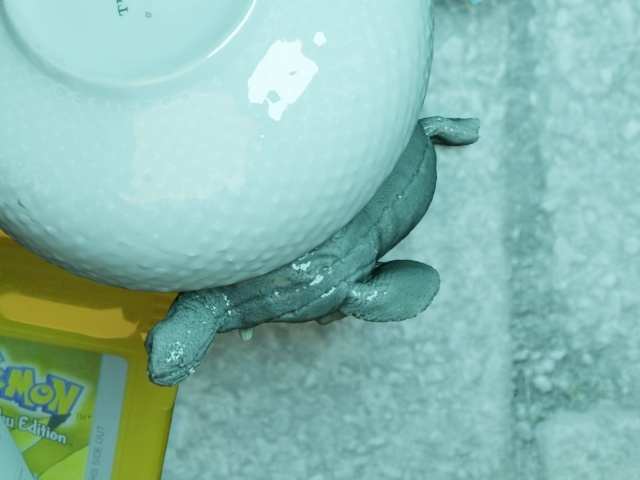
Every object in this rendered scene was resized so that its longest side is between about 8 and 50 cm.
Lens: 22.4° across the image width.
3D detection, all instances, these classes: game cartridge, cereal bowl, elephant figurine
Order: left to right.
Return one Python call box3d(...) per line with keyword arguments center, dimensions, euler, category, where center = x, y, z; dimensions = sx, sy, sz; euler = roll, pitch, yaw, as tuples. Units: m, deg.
box3d(center=(-0.257, 0.122, 1.256), dimensions=(0.285, 0.052, 0.323), euler=(10, 116, -4), category="game cartridge")
box3d(center=(-0.100, -0.146, 0.982), dimensions=(0.339, 0.141, 0.338), euler=(-2, 76, 7), category="cereal bowl")
box3d(center=(0.000, 0.000, 1.089), dimensions=(0.169, 0.239, 0.186), euler=(25, 113, -10), category="elephant figurine")

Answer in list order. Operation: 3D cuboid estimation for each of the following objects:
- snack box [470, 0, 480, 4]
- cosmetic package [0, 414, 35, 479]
box3d(center=(0.085, -0.328, 1.002), dimensions=(0.187, 0.060, 0.322), euler=(-29, 108, 28), category="snack box")
box3d(center=(-0.315, 0.179, 1.176), dimensions=(0.151, 0.151, 0.183), euler=(-20, 112, 8), category="cosmetic package")
